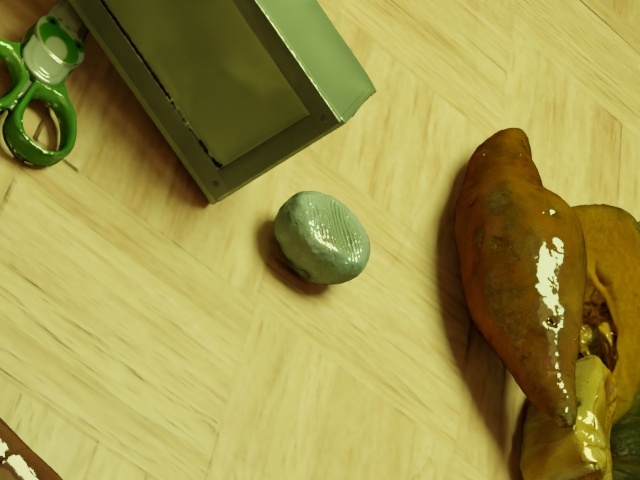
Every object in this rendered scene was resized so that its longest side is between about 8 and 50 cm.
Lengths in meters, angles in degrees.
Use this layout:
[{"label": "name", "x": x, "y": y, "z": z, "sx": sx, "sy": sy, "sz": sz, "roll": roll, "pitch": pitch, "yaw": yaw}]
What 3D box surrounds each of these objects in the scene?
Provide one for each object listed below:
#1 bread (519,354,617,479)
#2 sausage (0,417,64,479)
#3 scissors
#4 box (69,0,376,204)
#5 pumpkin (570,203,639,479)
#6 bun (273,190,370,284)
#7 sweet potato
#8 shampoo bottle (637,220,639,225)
[{"label": "bread", "x": 0.198, "y": 0.151, "z": 1.402, "sx": 0.053, "sy": 0.074, "sz": 0.132, "roll": 49, "pitch": 34, "yaw": -24}, {"label": "sausage", "x": -0.131, "y": 0.196, "z": 0.971, "sx": 0.433, "sy": 0.088, "sz": 0.088, "roll": 46, "pitch": 35, "yaw": -8}, {"label": "scissors", "x": -0.191, "y": -0.133, "z": 1.255, "sx": 0.101, "sy": 0.027, "sz": 0.204, "roll": 47, "pitch": 34, "yaw": -17}, {"label": "box", "x": -0.082, "y": -0.157, "z": 1.281, "sx": 0.225, "sy": 0.129, "sz": 0.086, "roll": 55, "pitch": 29, "yaw": -8}, {"label": "pumpkin", "x": 0.294, "y": 0.094, "z": 1.536, "sx": 0.163, "sy": 0.111, "sz": 0.278, "roll": 31, "pitch": 38, "yaw": -34}, {"label": "bun", "x": 0.000, "y": 0.000, "z": 1.336, "sx": 0.083, "sy": 0.045, "sz": 0.083, "roll": 33, "pitch": 37, "yaw": -30}, {"label": "sweet potato", "x": 0.166, "y": 0.010, "z": 1.463, "sx": 0.112, "sy": 0.112, "sz": 0.359, "roll": 27, "pitch": 36, "yaw": -31}, {"label": "shampoo bottle", "x": 0.326, "y": 0.012, "z": 1.669, "sx": 0.079, "sy": 0.079, "sz": 0.162, "roll": 55, "pitch": 34, "yaw": 5}]
